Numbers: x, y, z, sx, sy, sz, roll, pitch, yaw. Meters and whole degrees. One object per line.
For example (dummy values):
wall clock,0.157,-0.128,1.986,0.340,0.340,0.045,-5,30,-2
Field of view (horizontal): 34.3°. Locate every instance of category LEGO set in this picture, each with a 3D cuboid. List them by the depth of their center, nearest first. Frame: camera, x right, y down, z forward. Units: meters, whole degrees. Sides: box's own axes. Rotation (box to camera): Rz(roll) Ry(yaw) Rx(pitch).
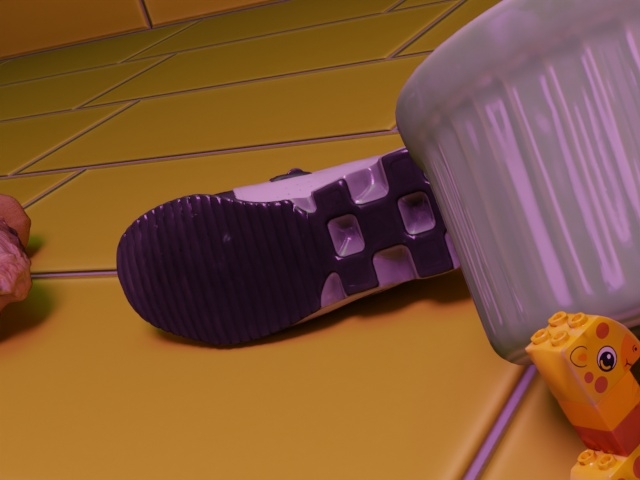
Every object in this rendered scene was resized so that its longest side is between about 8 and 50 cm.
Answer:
LEGO set,0.130,0.050,0.343,0.227,0.093,0.087,-41,16,-25

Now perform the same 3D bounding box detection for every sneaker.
sneaker,0.000,0.000,0.832,0.330,0.123,0.146,-11,4,19

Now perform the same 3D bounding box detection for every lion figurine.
lion figurine,-0.384,0.000,1.077,0.240,0.142,0.392,-9,17,2

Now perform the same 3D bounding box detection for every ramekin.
ramekin,0.202,-0.039,0.535,0.303,0.148,0.303,-14,-12,-3
